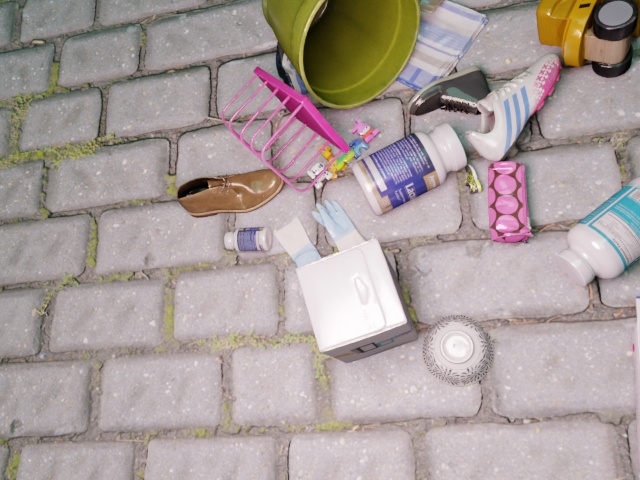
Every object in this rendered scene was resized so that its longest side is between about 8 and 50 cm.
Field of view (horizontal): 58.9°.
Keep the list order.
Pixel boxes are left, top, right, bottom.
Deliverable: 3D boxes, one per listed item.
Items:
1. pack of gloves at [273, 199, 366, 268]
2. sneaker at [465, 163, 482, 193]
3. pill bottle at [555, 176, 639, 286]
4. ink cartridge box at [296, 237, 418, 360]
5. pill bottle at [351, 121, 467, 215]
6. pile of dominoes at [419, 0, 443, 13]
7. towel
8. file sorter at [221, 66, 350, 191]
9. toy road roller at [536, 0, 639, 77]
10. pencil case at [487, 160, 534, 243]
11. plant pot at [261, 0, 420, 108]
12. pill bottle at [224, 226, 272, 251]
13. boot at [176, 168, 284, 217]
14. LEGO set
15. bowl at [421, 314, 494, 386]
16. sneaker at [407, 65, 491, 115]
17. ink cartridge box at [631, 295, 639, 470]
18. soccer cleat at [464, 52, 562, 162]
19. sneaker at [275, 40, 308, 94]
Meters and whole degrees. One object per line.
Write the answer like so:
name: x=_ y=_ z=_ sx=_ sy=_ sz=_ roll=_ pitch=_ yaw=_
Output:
pack of gloves: x=0.000 y=0.000 z=1.485 sx=0.195 sy=0.046 sz=0.232 roll=-34 pitch=59 yaw=0
sneaker: x=0.386 y=-0.158 z=1.459 sx=0.035 sy=0.031 sz=0.083 roll=-22 pitch=69 yaw=8
pill bottle: x=0.667 y=-0.013 z=1.280 sx=0.264 sy=0.146 sz=0.146 roll=-38 pitch=68 yaw=1
ink cartridge box: x=0.092 y=0.150 z=1.310 sx=0.197 sy=0.270 sz=0.198 roll=-21 pitch=69 yaw=8
pill bottle: x=0.226 y=-0.185 z=1.444 sx=0.264 sy=0.153 sz=0.153 roll=-27 pitch=68 yaw=6
pile of dominoes: x=0.260 y=-0.737 z=1.662 sx=0.251 sy=0.040 sz=0.196 roll=28 pitch=61 yaw=22
towel: x=0.310 y=-0.560 z=1.605 sx=0.209 sy=0.034 sz=0.285 roll=34 pitch=84 yaw=22
file sorter: x=-0.106 y=-0.286 z=1.487 sx=0.182 sy=0.202 sz=0.290 roll=-47 pitch=43 yaw=2
toy road roller: x=0.699 y=-0.598 z=1.431 sx=0.240 sy=0.202 sz=0.330 roll=23 pitch=80 yaw=30
pencil case: x=0.464 y=-0.097 z=1.389 sx=0.098 sy=0.095 sz=0.209 roll=-17 pitch=67 yaw=47
plant pot: x=0.020 y=-0.610 z=1.544 sx=0.366 sy=0.366 sz=0.353 roll=-39 pitch=53 yaw=0
pill bottle: x=-0.197 y=-0.002 z=1.543 sx=0.120 sy=0.067 sz=0.067 roll=-2 pitch=73 yaw=14
boot: x=-0.253 y=-0.140 z=1.577 sx=0.305 sy=0.115 sz=0.112 roll=-14 pitch=68 yaw=9
LEGO set: x=0.046 y=-0.242 z=1.542 sx=0.227 sy=0.087 sz=0.093 roll=-43 pitch=83 yaw=-1
bowl: x=0.319 y=0.253 z=1.323 sx=0.170 sy=0.080 sz=0.170 roll=-4 pitch=73 yaw=14
sneaker: x=0.350 y=-0.369 z=1.507 sx=0.222 sy=0.083 sz=0.118 roll=-26 pitch=69 yaw=4
ink cartridge box: x=0.766 y=0.306 z=1.198 sx=0.175 sy=0.069 sz=0.371 roll=1 pitch=76 yaw=15
soccer cleat: x=0.487 y=-0.358 z=1.433 sx=0.143 sy=0.116 sz=0.331 roll=32 pitch=82 yaw=-5
sneaker: x=-0.080 y=-0.510 z=1.678 sx=0.081 sy=0.080 sz=0.211 roll=-13 pitch=68 yaw=-14
